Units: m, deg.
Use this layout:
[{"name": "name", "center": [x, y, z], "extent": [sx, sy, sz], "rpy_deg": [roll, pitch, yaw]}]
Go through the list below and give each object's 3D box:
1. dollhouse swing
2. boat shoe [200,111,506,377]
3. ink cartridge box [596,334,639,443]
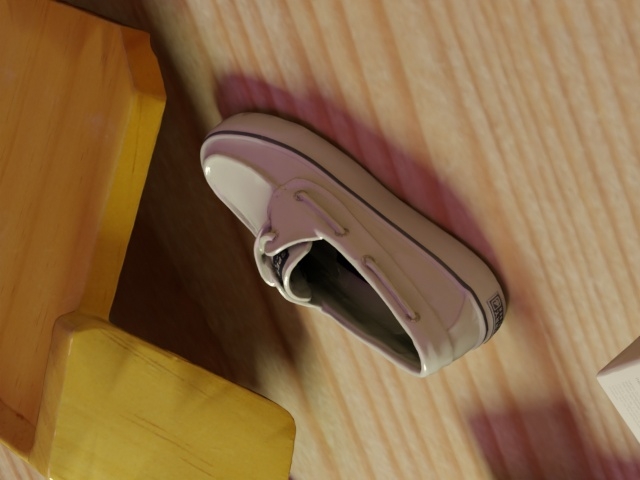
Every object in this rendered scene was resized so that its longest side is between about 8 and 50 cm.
[{"name": "dollhouse swing", "center": [-0.160, 0.011, 1.389], "extent": [0.315, 0.305, 0.347], "rpy_deg": [29, 177, -40]}, {"name": "boat shoe", "center": [0.000, 0.000, 1.174], "extent": [0.258, 0.084, 0.095], "rpy_deg": [31, 141, 33]}, {"name": "ink cartridge box", "center": [0.248, 0.081, 0.934], "extent": [0.115, 0.067, 0.198], "rpy_deg": [56, 150, -2]}]
